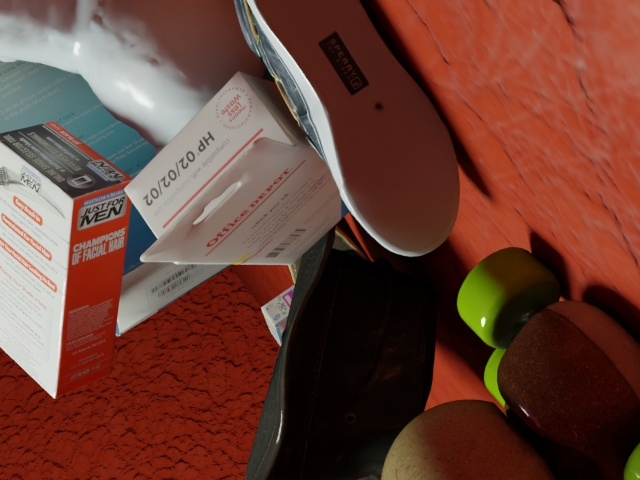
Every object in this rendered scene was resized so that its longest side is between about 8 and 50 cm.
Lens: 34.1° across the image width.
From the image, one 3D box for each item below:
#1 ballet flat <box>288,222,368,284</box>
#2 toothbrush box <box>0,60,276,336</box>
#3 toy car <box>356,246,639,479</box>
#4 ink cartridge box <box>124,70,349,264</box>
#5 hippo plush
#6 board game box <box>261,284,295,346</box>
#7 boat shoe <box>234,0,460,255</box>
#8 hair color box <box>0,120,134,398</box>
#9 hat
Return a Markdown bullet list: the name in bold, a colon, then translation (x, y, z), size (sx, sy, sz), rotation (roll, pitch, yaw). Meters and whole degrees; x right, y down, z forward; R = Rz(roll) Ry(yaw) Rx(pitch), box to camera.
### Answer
- **ballet flat**: translation (0.000, 0.000, 1.011), size (0.073, 0.080, 0.232), rotation (-86, -27, -55)
- **toothbrush box**: translation (-0.163, -0.108, 0.869), size (0.295, 0.216, 0.126), rotation (52, 162, 15)
- **toy car**: translation (0.085, 0.126, 0.520), size (0.155, 0.188, 0.149), rotation (48, 170, 41)
- **ink cartridge box**: translation (-0.041, -0.039, 0.632), size (0.061, 0.104, 0.181), rotation (53, -161, 17)
- **hippo plush**: translation (-0.129, -0.178, 0.671), size (0.237, 0.234, 0.294), rotation (25, -169, -6)
- **board game box**: translation (-0.015, 0.075, 1.231), size (0.026, 0.103, 0.154), rotation (53, 172, 13)
- **boat shoe**: translation (0.014, -0.080, 0.568), size (0.183, 0.065, 0.083), rotation (62, 175, -14)
- **hair color box**: translation (-0.184, 0.014, 0.724), size (0.093, 0.053, 0.167), rotation (35, 128, 30)
- **hat**: translation (0.026, 0.111, 0.836), size (0.134, 0.331, 0.331), rotation (14, 171, -1)
